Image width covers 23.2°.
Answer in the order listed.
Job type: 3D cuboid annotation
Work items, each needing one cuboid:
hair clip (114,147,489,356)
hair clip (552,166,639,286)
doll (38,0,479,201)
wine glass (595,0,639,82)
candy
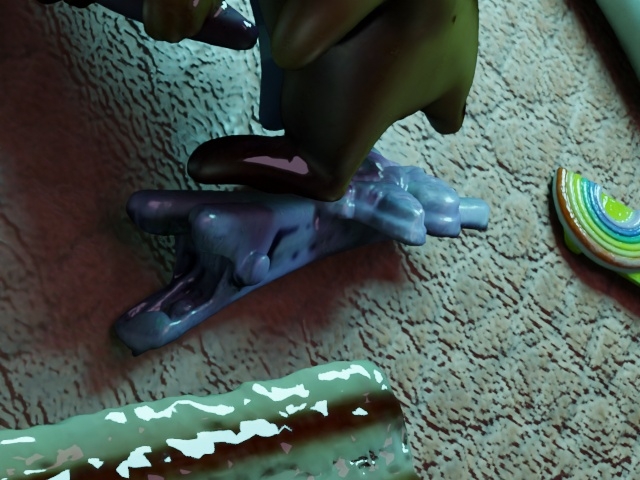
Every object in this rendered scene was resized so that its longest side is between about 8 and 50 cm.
[{"bbox_3d":[-0.003,-0.012,0.960,0.278,0.137,0.090,-22,122,-37],"label":"hair clip"},{"bbox_3d":[0.244,0.016,1.166,0.188,0.033,0.060,35,58,-19],"label":"hair clip"},{"bbox_3d":[-0.063,-0.175,0.894,0.340,0.209,0.318,44,19,9],"label":"doll"},{"bbox_3d":[0.289,-0.154,1.215,0.103,0.103,0.231,-36,91,-37],"label":"wine glass"},{"bbox_3d":[-0.110,0.161,0.782,0.320,0.179,0.135,-6,75,-36],"label":"candy"}]
